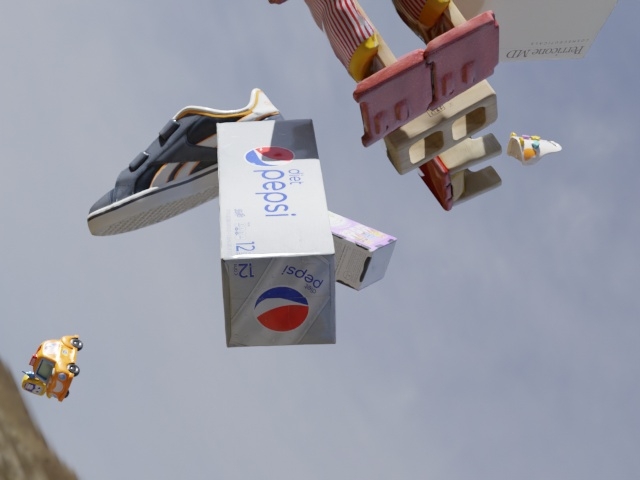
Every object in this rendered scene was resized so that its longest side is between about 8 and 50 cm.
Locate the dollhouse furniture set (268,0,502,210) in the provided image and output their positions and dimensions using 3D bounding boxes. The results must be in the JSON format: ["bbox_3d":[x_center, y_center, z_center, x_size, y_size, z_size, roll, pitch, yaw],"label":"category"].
[{"bbox_3d":[0.069,-0.172,1.567,0.201,0.152,0.374,58,-6,23],"label":"dollhouse furniture set"}]

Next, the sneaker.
[{"bbox_3d":[-0.198,-0.113,2.210,0.126,0.321,0.127,63,4,-82],"label":"sneaker"}]

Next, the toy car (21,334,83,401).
[{"bbox_3d":[-0.242,0.123,1.329,0.122,0.041,0.060,130,-27,-50],"label":"toy car"}]

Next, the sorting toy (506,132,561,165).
[{"bbox_3d":[0.358,-0.155,2.546,0.083,0.075,0.044,-129,-142,-70],"label":"sorting toy"}]

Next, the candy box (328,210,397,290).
[{"bbox_3d":[0.000,0.000,2.311,0.165,0.196,0.070,-20,131,-74],"label":"candy box"}]

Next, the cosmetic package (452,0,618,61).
[{"bbox_3d":[0.260,-0.372,1.682,0.365,0.197,0.155,114,-39,-48],"label":"cosmetic package"}]

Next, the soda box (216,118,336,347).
[{"bbox_3d":[-0.043,-0.014,1.384,0.286,0.098,0.091,-100,-172,-62],"label":"soda box"}]
